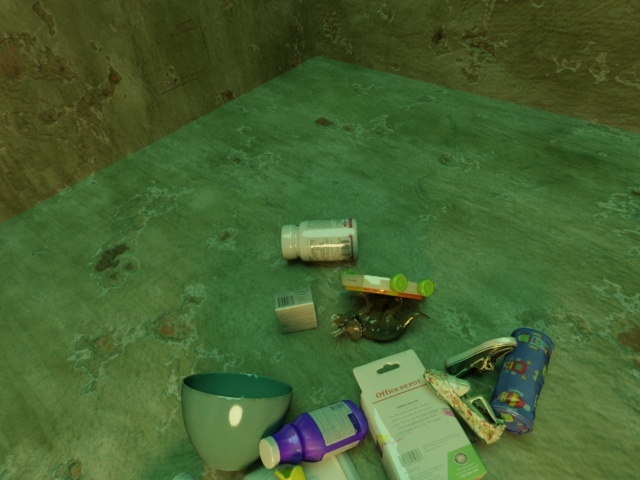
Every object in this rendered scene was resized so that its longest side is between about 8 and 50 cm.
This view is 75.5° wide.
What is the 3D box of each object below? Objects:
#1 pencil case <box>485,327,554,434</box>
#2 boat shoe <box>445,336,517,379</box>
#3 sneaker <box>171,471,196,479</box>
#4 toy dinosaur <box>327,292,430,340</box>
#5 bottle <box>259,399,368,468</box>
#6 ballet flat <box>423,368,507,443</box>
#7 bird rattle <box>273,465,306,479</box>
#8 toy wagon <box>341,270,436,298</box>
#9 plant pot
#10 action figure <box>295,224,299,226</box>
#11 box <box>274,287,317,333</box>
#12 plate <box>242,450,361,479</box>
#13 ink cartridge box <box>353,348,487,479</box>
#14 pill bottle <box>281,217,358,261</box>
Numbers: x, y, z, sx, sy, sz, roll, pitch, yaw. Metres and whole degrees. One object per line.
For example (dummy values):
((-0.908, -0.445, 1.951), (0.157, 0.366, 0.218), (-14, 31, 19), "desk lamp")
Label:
((0.558, 0.391, 1.151), (0.120, 0.133, 0.306), (-1, 37, 43), "pencil case")
((0.467, 0.345, 1.188), (0.219, 0.078, 0.070), (-36, 45, 30), "boat shoe")
((-0.390, 0.682, 0.994), (0.086, 0.085, 0.237), (20, 52, 31), "sneaker")
((0.189, 0.262, 1.349), (0.314, 0.121, 0.160), (8, 70, 3), "toy dinosaur")
((-0.015, 0.493, 1.045), (0.283, 0.092, 0.118), (-3, 35, -37), "bottle")
((0.376, 0.410, 1.068), (0.241, 0.077, 0.091), (45, 21, 8), "ballet flat")
((-0.092, 0.643, 0.914), (0.207, 0.143, 0.253), (-1, 56, -2), "bird rattle")
((0.245, 0.151, 1.370), (0.345, 0.068, 0.267), (13, -8, -32), "toy wagon")
((-0.226, 0.474, 1.085), (0.291, 0.290, 0.195), (5, 82, 11), "plant pot")
((-0.072, -0.047, 1.736), (0.115, 0.030, 0.038), (4, 40, 18), "action figure")
((-0.081, 0.234, 1.373), (0.126, 0.137, 0.072), (-10, 43, -3), "box")
((-0.025, 0.641, 1.021), (0.278, 0.045, 0.278), (-22, 47, -16), "plate")
((0.236, 0.486, 1.091), (0.207, 0.119, 0.353), (-14, 45, -12), "ink cartridge box")
((0.000, 0.000, 1.585), (0.284, 0.160, 0.160), (-2, 45, 4), "pill bottle")
